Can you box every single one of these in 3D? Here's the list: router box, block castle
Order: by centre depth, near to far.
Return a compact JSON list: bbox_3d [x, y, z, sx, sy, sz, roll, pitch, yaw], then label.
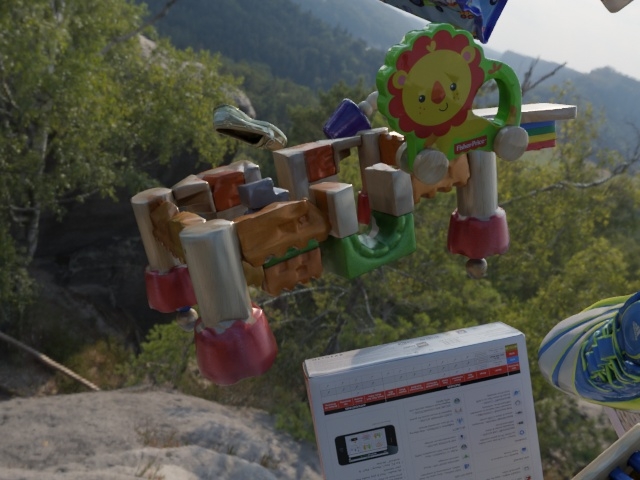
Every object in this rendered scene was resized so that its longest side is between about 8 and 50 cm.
[{"bbox_3d":[0.000,0.000,0.699,0.453,0.213,0.303,-21,24,-27],"label":"block castle"},{"bbox_3d":[0.161,0.309,0.796,0.335,0.301,0.082,-9,6,-6],"label":"router box"}]

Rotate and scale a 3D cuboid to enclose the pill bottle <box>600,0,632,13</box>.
[{"bbox_3d":[0.386,-0.491,0.687,0.319,0.176,0.176,55,27,-1],"label":"pill bottle"}]

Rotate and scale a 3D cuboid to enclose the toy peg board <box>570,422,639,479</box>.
[{"bbox_3d":[0.352,0.328,0.593,0.161,0.161,0.079,-33,33,-12],"label":"toy peg board"}]

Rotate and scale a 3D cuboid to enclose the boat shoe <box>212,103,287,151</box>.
[{"bbox_3d":[-0.124,-0.188,0.910,0.153,0.056,0.048,23,58,-43],"label":"boat shoe"}]

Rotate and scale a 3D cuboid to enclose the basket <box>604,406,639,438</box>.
[{"bbox_3d":[0.582,0.281,0.910,0.113,0.103,0.167,4,40,-7],"label":"basket"}]

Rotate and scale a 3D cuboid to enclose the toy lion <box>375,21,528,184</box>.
[{"bbox_3d":[0.085,-0.091,0.330,0.100,0.096,0.034,-17,30,-13],"label":"toy lion"}]

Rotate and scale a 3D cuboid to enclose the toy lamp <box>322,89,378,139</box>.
[{"bbox_3d":[0.121,-0.268,0.912,0.080,0.274,0.080,49,-1,1],"label":"toy lamp"}]

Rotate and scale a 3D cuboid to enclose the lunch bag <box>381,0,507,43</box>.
[{"bbox_3d":[0.170,-0.432,0.618,0.221,0.293,0.138,35,15,24],"label":"lunch bag"}]

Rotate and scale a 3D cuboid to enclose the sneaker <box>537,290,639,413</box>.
[{"bbox_3d":[0.221,0.062,0.347,0.126,0.240,0.091,18,65,-22],"label":"sneaker"}]

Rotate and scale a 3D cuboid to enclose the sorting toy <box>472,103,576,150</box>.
[{"bbox_3d":[0.393,-0.243,1.136,0.255,0.089,0.257,-3,15,11],"label":"sorting toy"}]
